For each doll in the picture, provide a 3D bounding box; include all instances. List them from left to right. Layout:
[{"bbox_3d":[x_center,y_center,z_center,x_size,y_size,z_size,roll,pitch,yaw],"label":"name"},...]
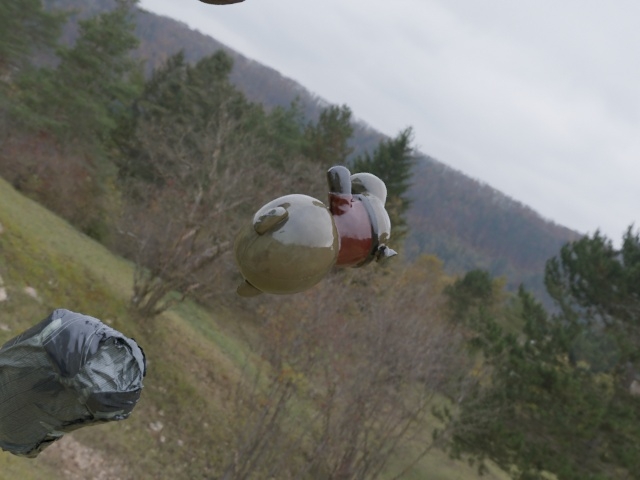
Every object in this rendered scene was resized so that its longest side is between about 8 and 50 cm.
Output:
[{"bbox_3d":[0.000,0.000,1.182,0.330,0.235,0.174,-16,56,-33],"label":"doll"}]

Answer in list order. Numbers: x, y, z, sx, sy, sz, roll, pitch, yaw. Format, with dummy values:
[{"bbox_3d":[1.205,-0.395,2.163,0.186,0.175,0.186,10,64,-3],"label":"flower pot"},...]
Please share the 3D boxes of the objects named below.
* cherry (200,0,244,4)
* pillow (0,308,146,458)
[{"bbox_3d":[-0.161,-0.501,1.116,0.183,0.213,0.266,49,27,0],"label":"cherry"},{"bbox_3d":[-0.357,0.194,0.869,0.161,0.335,0.092,56,31,-8],"label":"pillow"}]
